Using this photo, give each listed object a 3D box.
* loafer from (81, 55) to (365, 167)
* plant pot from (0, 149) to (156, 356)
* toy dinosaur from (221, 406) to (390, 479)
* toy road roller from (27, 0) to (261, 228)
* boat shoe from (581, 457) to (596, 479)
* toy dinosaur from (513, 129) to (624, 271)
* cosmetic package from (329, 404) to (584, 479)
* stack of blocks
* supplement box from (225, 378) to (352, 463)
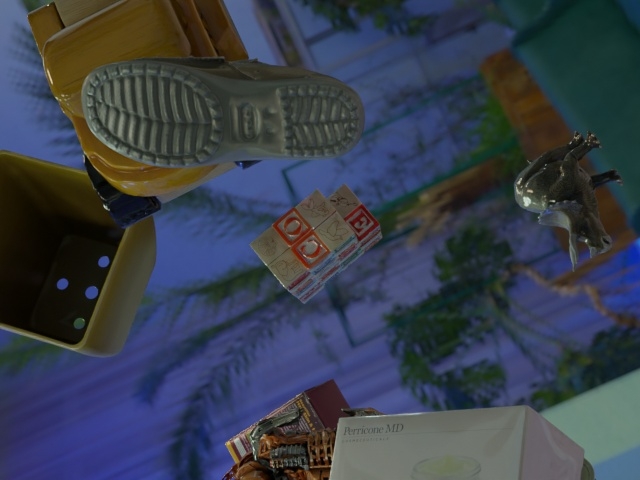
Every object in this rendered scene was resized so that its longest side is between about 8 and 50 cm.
[{"bbox_3d":[-0.084,-0.114,1.183,0.087,0.251,0.094,-69,-14,-72],"label":"loafer"},{"bbox_3d":[-0.318,0.038,1.681,0.187,0.212,0.212,58,-131,-66],"label":"plant pot"},{"bbox_3d":[-0.038,0.309,1.599,0.218,0.322,0.164,58,-142,-16],"label":"toy dinosaur"},{"bbox_3d":[-0.194,-0.198,1.395,0.240,0.202,0.330,58,-173,-65],"label":"toy road roller"},{"bbox_3d":[0.268,0.367,1.604,0.081,0.228,0.069,23,157,20],"label":"boat shoe"},{"bbox_3d":[0.367,-0.093,2.113,0.121,0.160,0.313,56,175,-31],"label":"toy dinosaur"},{"bbox_3d":[0.125,0.293,1.326,0.138,0.224,0.225,40,-129,-43],"label":"cosmetic package"},{"bbox_3d":[0.000,0.000,2.046,0.087,0.171,0.297,50,179,8],"label":"stack of blocks"},{"bbox_3d":[-0.038,0.298,2.000,0.080,0.188,0.104,-18,-105,-54],"label":"supplement box"}]
